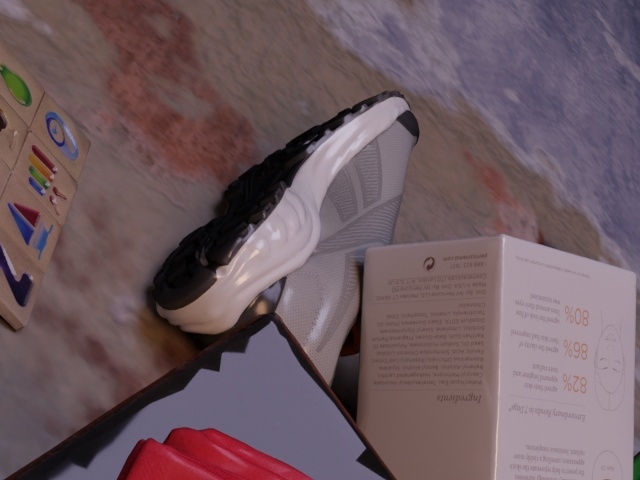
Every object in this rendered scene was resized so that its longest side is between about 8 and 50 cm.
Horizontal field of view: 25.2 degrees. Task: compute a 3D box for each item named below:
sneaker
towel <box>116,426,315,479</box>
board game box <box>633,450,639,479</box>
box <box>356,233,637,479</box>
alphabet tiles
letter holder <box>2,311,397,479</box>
[{"bbox_3d":[0.000,0.000,0.815,0.108,0.100,0.271,53,34,-12],"label":"sneaker"},{"bbox_3d":[-0.018,0.207,0.356,0.199,0.275,0.031,28,-9,1],"label":"towel"},{"bbox_3d":[0.384,0.323,0.897,0.390,0.050,0.390,33,18,-25],"label":"board game box"},{"bbox_3d":[0.093,0.092,0.745,0.130,0.091,0.170,14,76,-47],"label":"box"},{"bbox_3d":[-0.189,-0.050,0.641,0.198,0.009,0.237,52,25,-28],"label":"alphabet tiles"},{"bbox_3d":[-0.015,0.214,0.497,0.152,0.214,0.302,-32,81,-29],"label":"letter holder"}]
